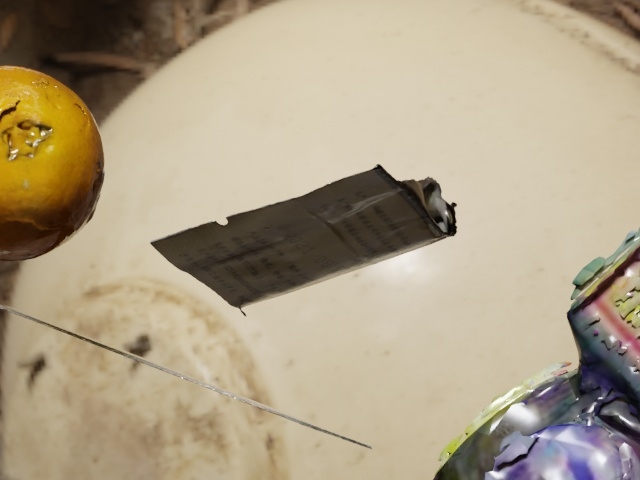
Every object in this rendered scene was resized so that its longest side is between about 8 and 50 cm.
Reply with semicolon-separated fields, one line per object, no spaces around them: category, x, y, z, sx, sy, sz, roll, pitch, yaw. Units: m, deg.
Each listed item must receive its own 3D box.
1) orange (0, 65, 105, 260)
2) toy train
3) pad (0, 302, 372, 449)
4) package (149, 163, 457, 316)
orange;-0.131;-0.033;0.644;0.083;0.083;0.083;8;103;40
toy train;0.152;0.089;0.540;0.177;0.261;0.134;-45;61;10
pad;-0.106;0.058;0.804;0.266;0.176;0.002;19;84;17
package;0.000;0.000;1.282;0.204;0.251;0.062;-22;77;16
